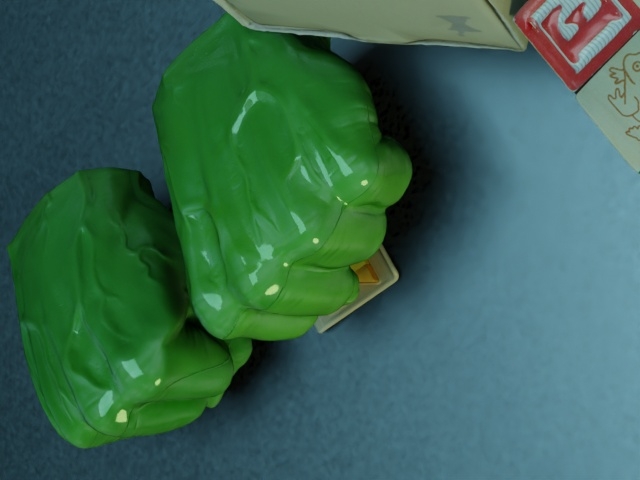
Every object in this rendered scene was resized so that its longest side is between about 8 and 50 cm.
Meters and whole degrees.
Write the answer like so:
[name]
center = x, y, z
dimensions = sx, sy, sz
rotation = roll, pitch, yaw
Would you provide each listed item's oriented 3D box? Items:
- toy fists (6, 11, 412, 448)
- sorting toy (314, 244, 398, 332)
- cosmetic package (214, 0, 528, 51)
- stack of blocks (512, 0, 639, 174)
[toy fists]
center = -0.064, 0.010, 0.700
dimensions = 0.279, 0.096, 0.142
rotation = -39, 52, 33
[sorting toy]
center = 0.000, 0.000, 0.717
dimensions = 0.062, 0.012, 0.083
rotation = -38, 71, 28
[cosmetic package]
center = 0.037, -0.244, 0.572
dimensions = 0.153, 0.129, 0.296
rotation = 9, 79, 30
[stack of blocks]
center = 0.227, -0.031, 0.473
dimensions = 0.171, 0.087, 0.297
rotation = -47, 64, 27
